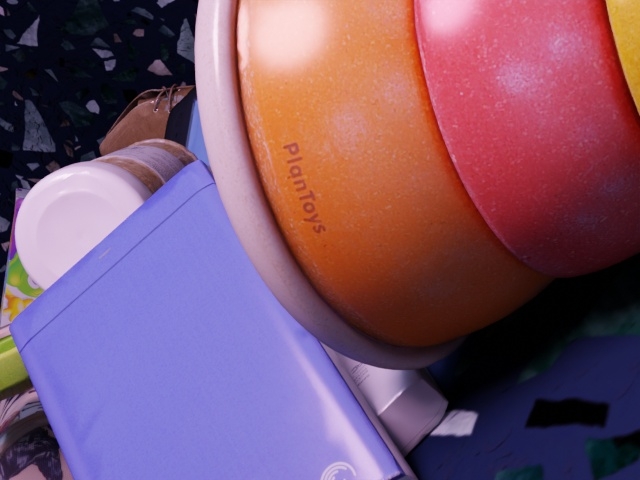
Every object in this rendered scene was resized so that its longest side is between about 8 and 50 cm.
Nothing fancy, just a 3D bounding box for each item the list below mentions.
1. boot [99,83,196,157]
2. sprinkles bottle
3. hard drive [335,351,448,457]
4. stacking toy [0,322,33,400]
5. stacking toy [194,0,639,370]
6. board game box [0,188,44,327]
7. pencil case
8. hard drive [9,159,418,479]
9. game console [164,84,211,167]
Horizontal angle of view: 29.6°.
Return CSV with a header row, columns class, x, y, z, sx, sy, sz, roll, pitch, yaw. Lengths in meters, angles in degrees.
class,x,y,z,sx,sy,sz,roll,pitch,yaw
boot,-0.191,-0.176,1.679,0.305,0.115,0.112,-38,17,29
sprinkles bottle,-0.190,-0.030,1.188,0.121,0.121,0.355,-45,4,9
hard drive,-0.012,0.138,0.977,0.203,0.040,0.307,-46,15,4
stacking toy,-0.202,0.119,1.140,0.279,0.130,0.309,-23,7,-3
stacking toy,0.197,-0.114,0.724,0.480,0.350,0.350,-10,35,35
board game box,-0.358,0.079,1.641,0.142,0.144,0.275,-150,68,-74
pencil case,-0.275,0.205,1.292,0.410,0.160,0.183,-150,79,-75
hard drive,-0.094,0.113,0.875,0.210,0.040,0.319,-41,53,8
game console,-0.125,-0.067,1.424,0.386,0.060,0.342,-28,55,59
